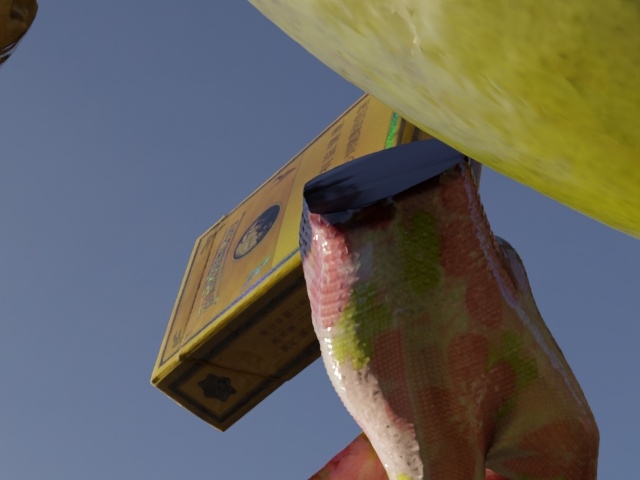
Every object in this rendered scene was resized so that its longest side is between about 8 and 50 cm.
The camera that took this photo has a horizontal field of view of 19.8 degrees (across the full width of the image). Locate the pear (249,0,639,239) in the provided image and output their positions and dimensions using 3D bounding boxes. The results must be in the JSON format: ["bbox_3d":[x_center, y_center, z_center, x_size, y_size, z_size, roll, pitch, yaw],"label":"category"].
[{"bbox_3d":[0.117,-0.113,0.474,0.307,0.253,0.253,17,-28,23],"label":"pear"}]

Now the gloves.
[{"bbox_3d":[0.054,0.090,0.730,0.126,0.241,0.145,-27,15,-29],"label":"gloves"}]

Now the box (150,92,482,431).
[{"bbox_3d":[0.000,0.000,1.476,0.084,0.193,0.301,38,-55,-18],"label":"box"}]

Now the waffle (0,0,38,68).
[{"bbox_3d":[-0.297,-0.007,0.956,0.304,0.077,0.348,-49,8,-31],"label":"waffle"}]
